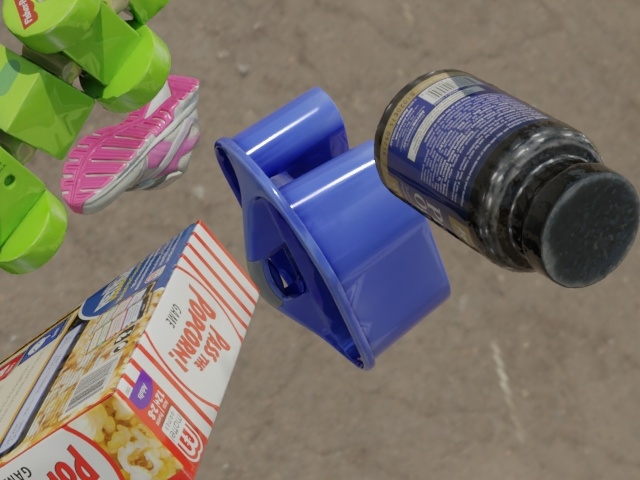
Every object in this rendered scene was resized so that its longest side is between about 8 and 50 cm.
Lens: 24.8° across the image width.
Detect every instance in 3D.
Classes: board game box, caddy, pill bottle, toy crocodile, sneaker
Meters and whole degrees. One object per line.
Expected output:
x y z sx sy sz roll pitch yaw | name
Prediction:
-0.121 0.086 0.577 0.045 0.193 0.147 51 21 -15 | board game box
0.000 0.000 1.612 0.179 0.341 0.241 -35 50 -8 | caddy
0.146 -0.049 1.146 0.123 0.122 0.219 8 18 -34 | pill bottle
-0.208 -0.089 0.998 0.105 0.340 0.115 29 -7 37 | toy crocodile
-0.229 -0.104 1.875 0.252 0.103 0.111 -46 135 -34 | sneaker
